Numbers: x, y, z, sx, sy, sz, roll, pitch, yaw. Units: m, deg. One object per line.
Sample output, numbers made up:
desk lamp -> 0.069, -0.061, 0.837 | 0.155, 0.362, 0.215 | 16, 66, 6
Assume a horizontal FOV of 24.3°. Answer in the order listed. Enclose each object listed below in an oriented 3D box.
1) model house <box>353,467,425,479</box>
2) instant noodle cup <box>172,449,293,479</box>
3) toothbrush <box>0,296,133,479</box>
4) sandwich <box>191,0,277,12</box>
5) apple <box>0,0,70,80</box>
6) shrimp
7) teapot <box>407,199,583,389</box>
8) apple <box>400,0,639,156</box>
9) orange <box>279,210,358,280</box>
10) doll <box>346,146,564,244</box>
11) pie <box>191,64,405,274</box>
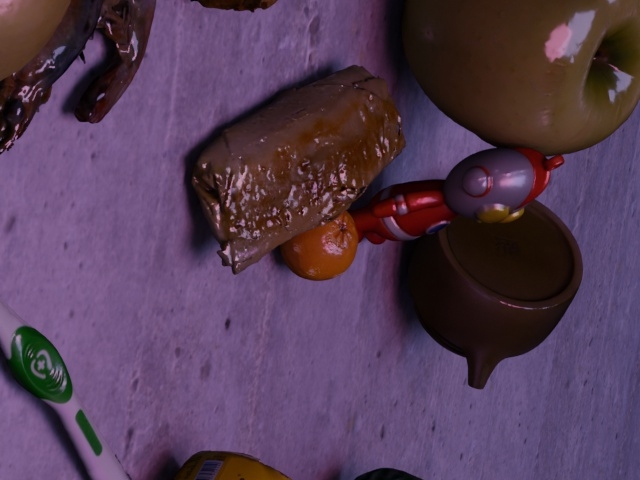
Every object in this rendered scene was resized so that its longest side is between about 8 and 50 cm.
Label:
model house -> 0.043, 0.455, 1.489 | 0.339, 0.297, 0.360 | -9, 116, -58
instant noodle cup -> -0.086, 0.284, 1.343 | 0.182, 0.182, 0.144 | 70, 35, -43
toothbrush -> -0.223, 0.103, 1.175 | 0.042, 0.040, 0.418 | -58, 149, -31
sandwich -> -0.027, -0.363, 1.259 | 0.273, 0.095, 0.249 | -44, 133, -41
apple -> -0.239, -0.175, 0.887 | 0.200, 0.200, 0.200 | -30, 126, -52
shrimp -> -0.183, -0.141, 1.124 | 0.251, 0.052, 0.144 | -59, 148, -30
teapot -> 0.185, 0.046, 1.716 | 0.175, 0.185, 0.268 | 119, -20, -46
apple -> 0.216, -0.224, 1.543 | 0.279, 0.279, 0.279 | -30, 126, -52
orange -> 0.000, 0.000, 1.461 | 0.083, 0.070, 0.083 | 27, 55, -47
doll -> 0.139, -0.044, 1.527 | 0.142, 0.245, 0.076 | -1, 78, -61
pie -> -0.022, -0.073, 1.397 | 0.282, 0.068, 0.129 | -37, 115, -46
